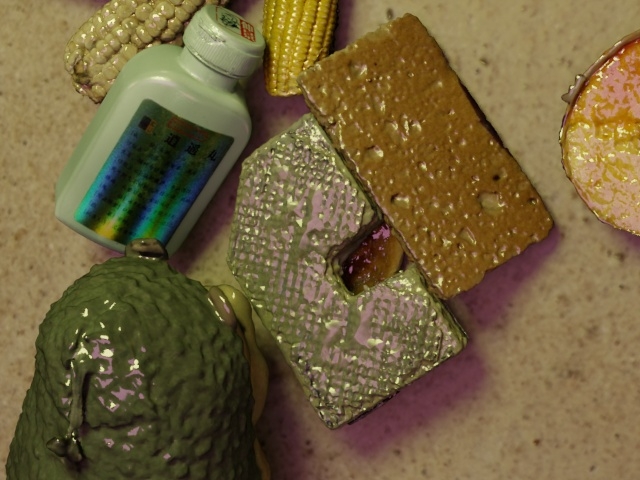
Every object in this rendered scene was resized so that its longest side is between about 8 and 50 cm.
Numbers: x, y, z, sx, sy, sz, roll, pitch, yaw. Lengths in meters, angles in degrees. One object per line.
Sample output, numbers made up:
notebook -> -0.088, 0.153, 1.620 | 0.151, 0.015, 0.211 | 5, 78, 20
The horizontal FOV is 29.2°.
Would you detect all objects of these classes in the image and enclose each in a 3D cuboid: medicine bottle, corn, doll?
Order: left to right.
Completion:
doll -> -0.149, 0.169, 1.044 | 0.247, 0.247, 0.349 | 14, 128, 14
corn -> -0.141, -0.206, 1.086 | 0.087, 0.087, 0.211 | 46, 105, 7
medicine bottle -> -0.131, -0.094, 1.068 | 0.121, 0.083, 0.229 | 24, 117, -24
corn -> -0.014, -0.223, 1.054 | 0.072, 0.072, 0.203 | 8, 98, 15

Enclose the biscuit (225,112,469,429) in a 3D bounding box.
biscuit -> 0.007, 0.027, 1.060 | 0.147, 0.046, 0.250 | -33, 84, 18

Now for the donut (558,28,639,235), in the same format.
donut -> 0.274, -0.099, 0.986 | 0.146, 0.078, 0.181 | 41, 112, 9

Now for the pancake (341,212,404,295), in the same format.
pancake -> 0.000, 0.000, 1.099 | 0.158, 0.028, 0.158 | 1, 95, 16

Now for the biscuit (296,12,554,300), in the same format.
biscuit -> 0.089, -0.072, 1.037 | 0.131, 0.025, 0.230 | -31, 86, -15
